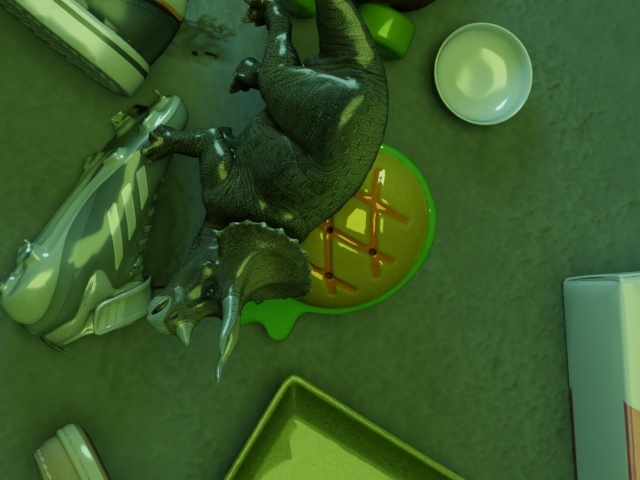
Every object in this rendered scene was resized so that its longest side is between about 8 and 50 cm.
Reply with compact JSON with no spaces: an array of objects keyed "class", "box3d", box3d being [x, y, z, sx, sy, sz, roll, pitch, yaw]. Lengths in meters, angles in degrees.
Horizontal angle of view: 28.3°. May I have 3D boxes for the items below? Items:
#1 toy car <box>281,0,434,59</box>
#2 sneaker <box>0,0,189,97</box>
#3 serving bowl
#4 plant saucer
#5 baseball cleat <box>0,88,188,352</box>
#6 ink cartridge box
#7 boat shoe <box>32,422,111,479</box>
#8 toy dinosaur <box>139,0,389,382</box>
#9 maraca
[{"class":"toy car","box3d":[0.052,-0.240,0.935,0.149,0.188,0.155,24,84,-10]},{"class":"sneaker","box3d":[-0.231,-0.248,0.910,0.321,0.126,0.127,37,85,-20]},{"class":"serving bowl","box3d":[0.129,-0.134,1.031,0.083,0.027,0.083,0,88,-12]},{"class":"plant saucer","box3d":[0.002,0.228,0.983,0.188,0.045,0.188,33,82,-9]},{"class":"baseball cleat","box3d":[-0.150,-0.009,0.955,0.109,0.072,0.206,42,82,-24]},{"class":"ink cartridge box","box3d":[0.355,0.121,1.026,0.283,0.117,0.207,-3,89,-12]},{"class":"boat shoe","box3d":[-0.168,0.304,0.904,0.110,0.121,0.341,-13,92,-13]},{"class":"toy dinosaur","box3d":[-0.018,-0.070,0.886,0.160,0.121,0.313,39,97,23]},{"class":"maraca","box3d":[0.000,0.000,0.967,0.186,0.099,0.127,-29,83,13]}]
